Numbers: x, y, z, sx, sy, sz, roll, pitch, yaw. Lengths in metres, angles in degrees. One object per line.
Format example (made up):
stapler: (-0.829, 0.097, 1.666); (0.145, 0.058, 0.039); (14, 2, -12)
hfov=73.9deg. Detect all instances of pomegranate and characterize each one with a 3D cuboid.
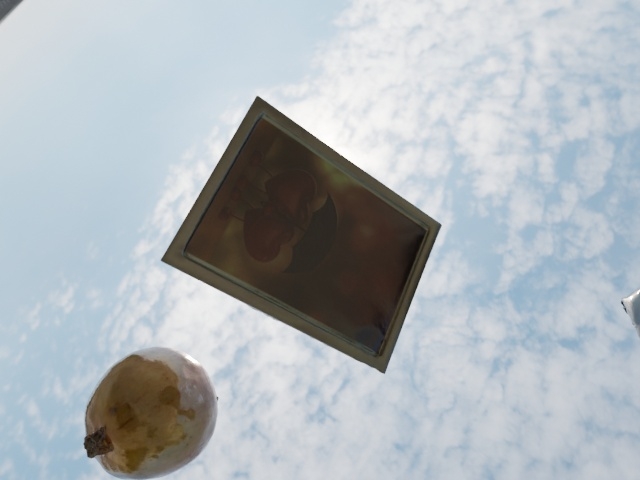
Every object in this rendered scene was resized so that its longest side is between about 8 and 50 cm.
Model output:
pomegranate: (-0.247, 0.251, 0.627); (0.191, 0.191, 0.191); (-18, -128, 24)

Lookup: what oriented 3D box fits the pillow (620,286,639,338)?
pillow: (0.499, 0.072, 0.467); (0.101, 0.327, 0.228); (10, -132, 0)

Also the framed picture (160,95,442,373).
framed picture: (0.000, 0.000, 0.497); (0.020, 0.289, 0.211); (-12, -131, 64)
